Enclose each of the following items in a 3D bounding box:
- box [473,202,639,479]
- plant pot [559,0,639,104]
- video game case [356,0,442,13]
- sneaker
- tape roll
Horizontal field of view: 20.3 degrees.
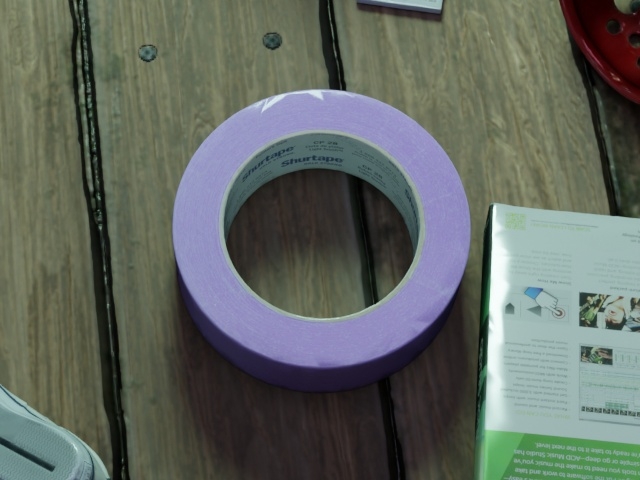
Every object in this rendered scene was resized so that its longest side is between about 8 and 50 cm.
[{"bbox_3d":[0.259,0.118,1.618,0.232,0.058,0.322,6,54,1],"label":"box"},{"bbox_3d":[0.350,-0.248,1.726,0.174,0.191,0.191,-32,74,-15],"label":"plant pot"},{"bbox_3d":[0.087,-0.292,1.827,0.087,0.011,0.122,8,70,2],"label":"video game case"},{"bbox_3d":[-0.296,0.178,1.606,0.258,0.091,0.094,30,76,31],"label":"sneaker"},{"bbox_3d":[0.000,0.000,1.676,0.275,0.090,0.274,0,71,-1],"label":"tape roll"}]
